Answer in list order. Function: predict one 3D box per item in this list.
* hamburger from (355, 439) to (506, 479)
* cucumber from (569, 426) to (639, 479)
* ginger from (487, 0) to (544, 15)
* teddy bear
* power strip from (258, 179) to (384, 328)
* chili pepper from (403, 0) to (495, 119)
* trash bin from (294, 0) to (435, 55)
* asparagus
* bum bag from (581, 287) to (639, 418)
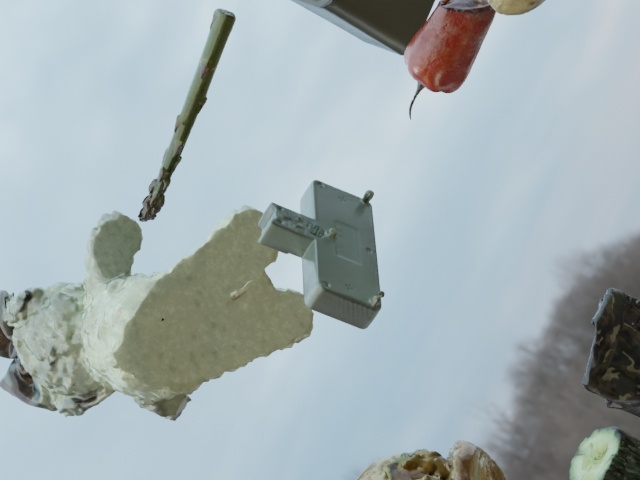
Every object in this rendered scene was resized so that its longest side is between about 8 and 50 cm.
[{"bbox_3d":[0.116,0.325,1.463,0.286,0.146,0.243,41,-140,-60],"label":"hamburger"},{"bbox_3d":[0.257,0.184,0.984,0.058,0.187,0.058,-90,26,-75],"label":"cucumber"},{"bbox_3d":[0.331,-0.427,1.582,0.122,0.363,0.348,10,-104,-61],"label":"ginger"},{"bbox_3d":[-0.270,0.110,2.151,0.375,0.362,0.327,-31,-73,-26],"label":"teddy bear"},{"bbox_3d":[0.000,0.000,1.743,0.061,0.145,0.215,-58,21,31],"label":"power strip"},{"bbox_3d":[0.149,-0.227,1.829,0.084,0.086,0.192,-100,29,-52],"label":"chili pepper"},{"bbox_3d":[0.060,-0.372,2.022,0.240,0.122,0.164,19,-85,-57],"label":"trash bin"},{"bbox_3d":[-0.130,-0.112,1.398,0.025,0.024,0.248,-30,-30,-54],"label":"asparagus"},{"bbox_3d":[0.337,0.147,1.450,0.069,0.248,0.102,-18,43,47],"label":"bum bag"}]
